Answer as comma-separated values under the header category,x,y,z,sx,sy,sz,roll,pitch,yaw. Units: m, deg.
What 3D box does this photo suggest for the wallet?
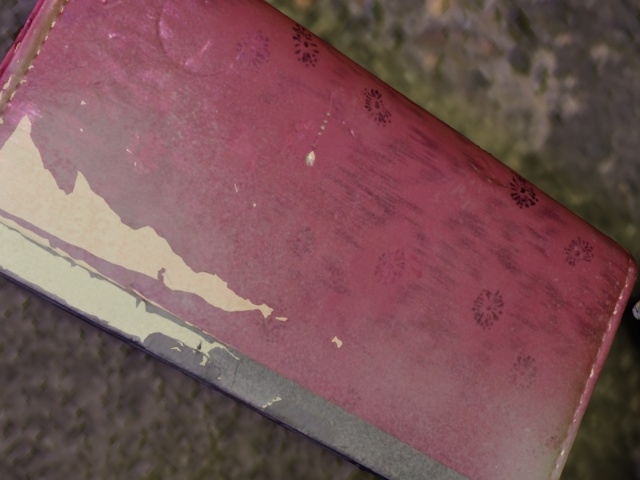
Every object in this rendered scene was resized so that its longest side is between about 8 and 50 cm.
category,x,y,z,sx,sy,sz,roll,pitch,yaw
wallet,0.000,0.000,0.418,0.232,0.025,0.119,32,75,-21

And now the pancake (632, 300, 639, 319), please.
category,x,y,z,sx,sy,sz,roll,pitch,yaw
pancake,0.199,0.115,0.423,0.253,0.037,0.254,0,66,0
